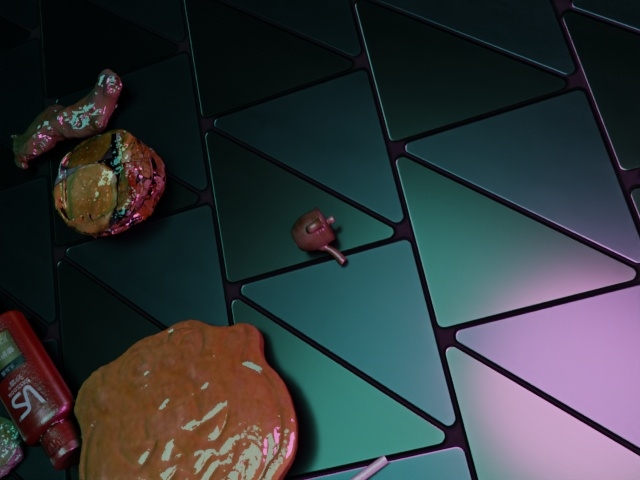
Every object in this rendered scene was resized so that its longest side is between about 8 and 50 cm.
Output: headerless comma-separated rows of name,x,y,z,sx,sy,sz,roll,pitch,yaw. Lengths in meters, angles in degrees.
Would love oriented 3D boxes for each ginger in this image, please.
ginger,-0.525,-0.250,1.484,0.290,0.084,0.122,-30,45,10

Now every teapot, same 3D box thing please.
teapot,0.000,0.000,1.239,0.080,0.085,0.110,-31,87,7

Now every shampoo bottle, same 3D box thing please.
shampoo bottle,-0.533,0.276,1.309,0.118,0.076,0.314,-40,66,-4

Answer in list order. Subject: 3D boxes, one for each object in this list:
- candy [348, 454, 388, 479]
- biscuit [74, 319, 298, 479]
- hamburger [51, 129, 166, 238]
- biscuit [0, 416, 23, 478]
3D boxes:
candy,-0.046,0.448,1.107,0.365,0.124,0.124,-35,66,-5
biscuit,-0.232,0.309,1.186,0.384,0.062,0.365,-23,58,4
hamburger,-0.414,-0.105,1.382,0.230,0.107,0.231,-4,76,18
biscuit,-0.669,0.426,1.324,0.290,0.038,0.141,-44,66,-2
